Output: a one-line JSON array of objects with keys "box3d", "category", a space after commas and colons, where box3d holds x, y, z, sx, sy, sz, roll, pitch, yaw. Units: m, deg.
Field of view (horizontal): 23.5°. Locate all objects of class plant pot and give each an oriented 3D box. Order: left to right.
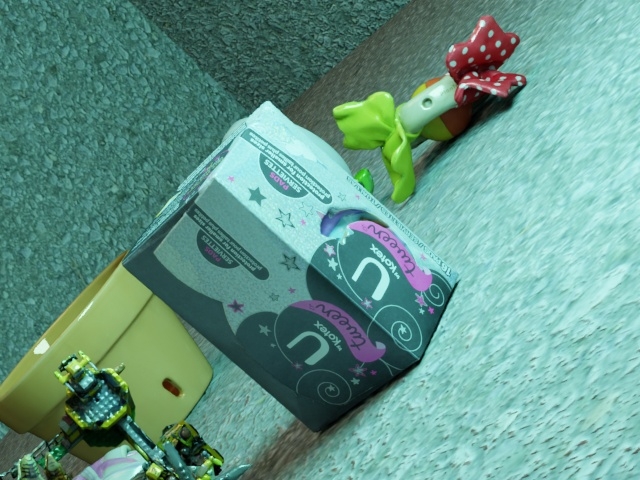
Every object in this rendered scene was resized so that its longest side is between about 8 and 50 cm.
[{"box3d": [-0.286, 0.186, 2.104, 0.291, 0.203, 0.291, -45, 8, 9], "category": "plant pot"}]

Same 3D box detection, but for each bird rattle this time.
[{"box3d": [0.147, -0.178, 1.931, 0.253, 0.143, 0.207, -42, -7, 12], "category": "bird rattle"}]

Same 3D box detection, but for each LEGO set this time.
[{"box3d": [-0.237, 0.247, 1.365, 0.331, 0.255, 0.192, -34, -21, -14], "category": "LEGO set"}]

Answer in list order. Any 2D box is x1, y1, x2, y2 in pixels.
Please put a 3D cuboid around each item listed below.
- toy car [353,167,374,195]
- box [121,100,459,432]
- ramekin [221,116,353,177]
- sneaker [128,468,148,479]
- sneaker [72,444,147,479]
[{"box3d": [0.000, 0.000, 2.054, 0.225, 0.053, 0.239, -47, 9, 0], "category": "toy car"}, {"box3d": [-0.025, 0.027, 1.415, 0.163, 0.247, 0.142, -40, 13, 39], "category": "box"}, {"box3d": [-0.065, -0.069, 2.206, 0.207, 0.207, 0.109, -33, 25, 57], "category": "ramekin"}, {"box3d": [-0.264, 0.330, 1.554, 0.343, 0.146, 0.134, -42, 10, 22], "category": "sneaker"}, {"box3d": [-0.232, 0.296, 1.749, 0.111, 0.103, 0.252, -47, 14, -27], "category": "sneaker"}]
